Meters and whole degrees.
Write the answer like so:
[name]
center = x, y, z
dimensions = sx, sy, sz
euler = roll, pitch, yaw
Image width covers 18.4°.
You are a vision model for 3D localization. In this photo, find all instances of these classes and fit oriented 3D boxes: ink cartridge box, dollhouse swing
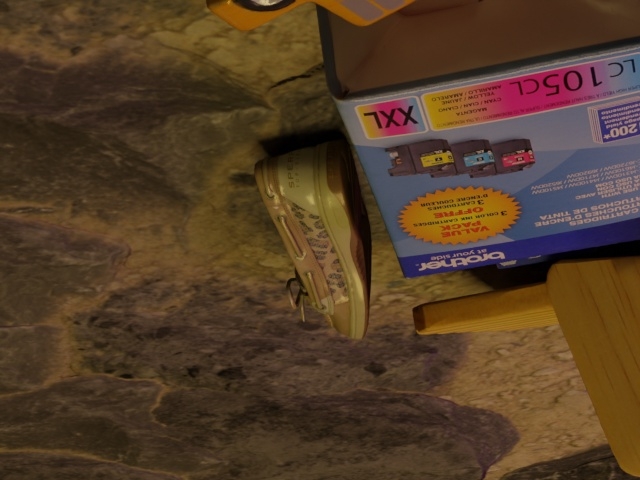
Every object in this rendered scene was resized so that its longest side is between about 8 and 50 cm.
[ink cartridge box]
center = 0.171, -0.104, 1.724
dimensions = 0.270, 0.151, 0.395
euler = -10, 153, 9
[dollhouse swing]
center = 0.315, 0.153, 2.001
dimensions = 0.305, 0.315, 0.347
euler = -29, 164, 30

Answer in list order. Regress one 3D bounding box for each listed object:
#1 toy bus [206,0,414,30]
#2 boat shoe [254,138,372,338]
[toy bus]
center = 0.067, -0.258, 1.458
dimensions = 0.333, 0.108, 0.130
euler = -25, 148, 32
[boat shoe]
center = 0.000, 0.000, 1.948
dimensions = 0.089, 0.104, 0.285
euler = -4, 142, 7
